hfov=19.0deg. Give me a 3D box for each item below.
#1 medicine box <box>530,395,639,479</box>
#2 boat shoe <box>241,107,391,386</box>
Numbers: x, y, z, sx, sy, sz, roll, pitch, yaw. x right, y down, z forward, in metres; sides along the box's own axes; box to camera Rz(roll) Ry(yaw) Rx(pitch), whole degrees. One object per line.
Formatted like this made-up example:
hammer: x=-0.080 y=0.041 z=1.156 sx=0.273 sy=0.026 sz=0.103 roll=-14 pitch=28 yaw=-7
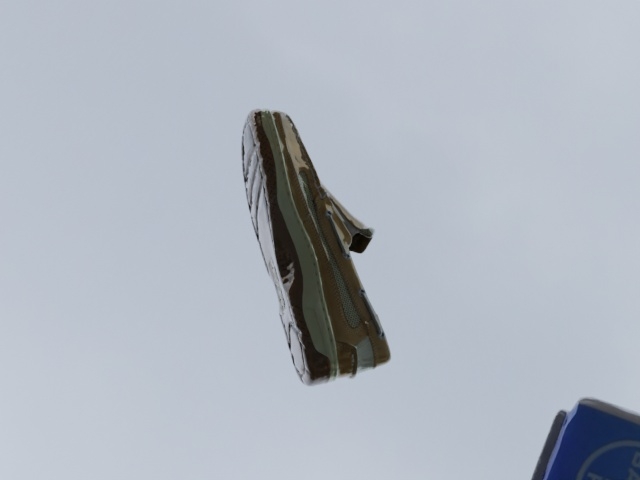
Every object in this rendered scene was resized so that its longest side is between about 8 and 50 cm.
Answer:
medicine box: x=0.196 y=0.239 z=0.755 sx=0.289 sy=0.149 sz=0.264 roll=19 pitch=-100 yaw=21
boat shoe: x=0.000 y=0.000 z=1.240 sx=0.072 sy=0.068 sz=0.190 roll=-11 pitch=-104 yaw=-13
